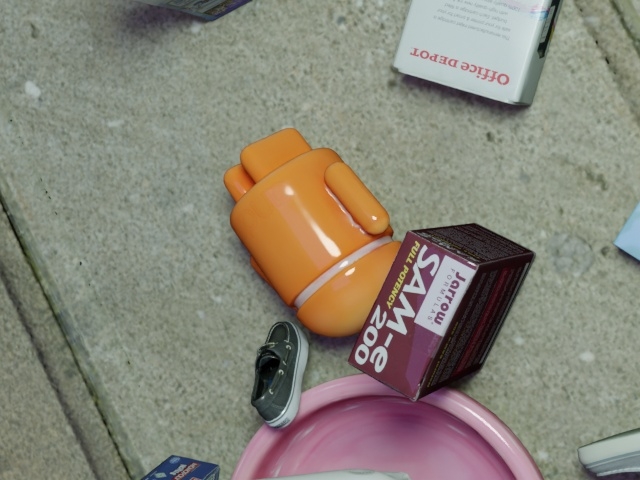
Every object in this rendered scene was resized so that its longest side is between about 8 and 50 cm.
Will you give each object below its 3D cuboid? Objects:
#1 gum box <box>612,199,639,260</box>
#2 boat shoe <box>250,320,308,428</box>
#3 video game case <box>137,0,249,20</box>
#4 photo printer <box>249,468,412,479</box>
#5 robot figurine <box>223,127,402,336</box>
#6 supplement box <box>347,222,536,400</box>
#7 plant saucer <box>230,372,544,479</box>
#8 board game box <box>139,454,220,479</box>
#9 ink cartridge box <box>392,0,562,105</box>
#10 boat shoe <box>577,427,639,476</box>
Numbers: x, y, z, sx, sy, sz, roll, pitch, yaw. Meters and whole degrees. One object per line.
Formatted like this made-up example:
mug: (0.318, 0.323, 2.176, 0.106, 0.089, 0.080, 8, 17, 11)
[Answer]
gum box: (0.380, -0.033, 1.465, 0.157, 0.041, 0.184, 34, 101, 15)
boat shoe: (-0.042, 0.120, 1.566, 0.049, 0.142, 0.040, -35, 118, 23)
video game case: (-0.046, -0.298, 1.492, 0.269, 0.244, 0.061, -26, 83, 17)
photo printer: (-0.037, 0.340, 1.462, 0.307, 0.107, 0.256, -6, 93, -1)
robot figurine: (0.000, 0.001, 1.552, 0.158, 0.128, 0.219, -38, 79, 13)
supplement box: (0.113, 0.058, 1.454, 0.073, 0.239, 0.130, 27, 100, 16)
plant saucer: (0.071, 0.289, 1.560, 0.332, 0.084, 0.332, 1, 93, 19)
board game box: (-0.170, 0.340, 1.609, 0.060, 0.194, 0.194, 9, 109, 22)
ink cartridge box: (0.156, -0.225, 1.517, 0.127, 0.072, 0.175, 19, 98, 17)
boat shoe: (0.348, 0.200, 1.465, 0.227, 0.079, 0.081, -10, 84, 15)
